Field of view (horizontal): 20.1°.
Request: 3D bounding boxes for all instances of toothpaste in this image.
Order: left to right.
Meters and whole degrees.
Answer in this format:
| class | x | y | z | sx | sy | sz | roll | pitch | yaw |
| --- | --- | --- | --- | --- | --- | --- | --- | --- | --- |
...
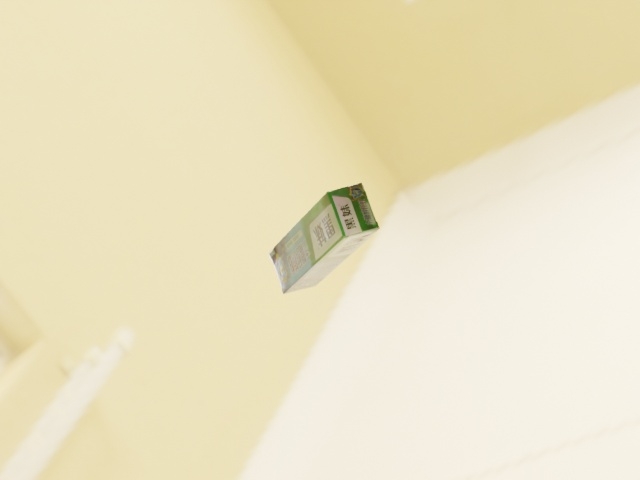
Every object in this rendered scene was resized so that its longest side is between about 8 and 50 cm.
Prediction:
| class | x | y | z | sx | sy | sz | roll | pitch | yaw |
| --- | --- | --- | --- | --- | --- | --- | --- | --- | --- |
| toothpaste | 0.000 | 0.000 | 0.715 | 0.017 | 0.020 | 0.083 | -15 | 168 | -21 |
